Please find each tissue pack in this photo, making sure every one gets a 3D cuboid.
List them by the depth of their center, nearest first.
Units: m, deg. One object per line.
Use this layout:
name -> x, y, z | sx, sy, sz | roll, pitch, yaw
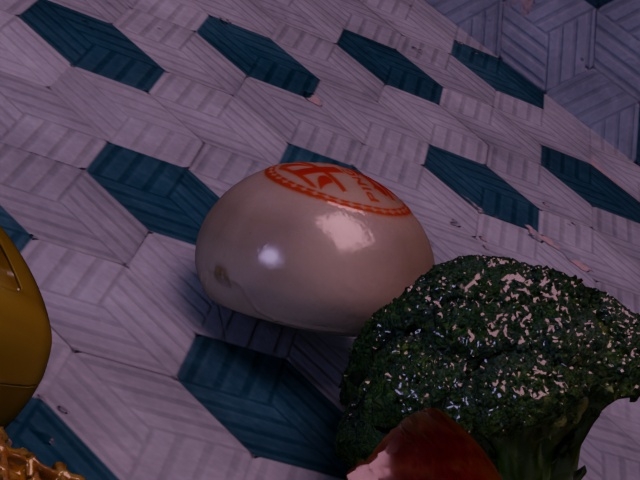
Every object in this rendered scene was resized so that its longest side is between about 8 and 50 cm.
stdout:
tissue pack -> -0.275, 0.051, 1.345 | 0.123, 0.127, 0.178 | 17, 26, -37

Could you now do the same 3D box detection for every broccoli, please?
broccoli -> 0.157, 0.139, 1.551 | 0.275, 0.308, 0.308 | 64, 21, -8

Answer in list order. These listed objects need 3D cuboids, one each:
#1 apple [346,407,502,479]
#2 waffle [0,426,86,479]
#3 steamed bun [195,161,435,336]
apple -> 0.052, 0.261, 1.276 | 0.346, 0.179, 0.254 | -20, 90, -63
waffle -> -0.223, 0.186, 1.236 | 0.191, 0.038, 0.191 | 26, 22, -12
steamed bun -> 0.000, 0.000, 1.704 | 0.232, 0.145, 0.232 | 11, 7, -1
